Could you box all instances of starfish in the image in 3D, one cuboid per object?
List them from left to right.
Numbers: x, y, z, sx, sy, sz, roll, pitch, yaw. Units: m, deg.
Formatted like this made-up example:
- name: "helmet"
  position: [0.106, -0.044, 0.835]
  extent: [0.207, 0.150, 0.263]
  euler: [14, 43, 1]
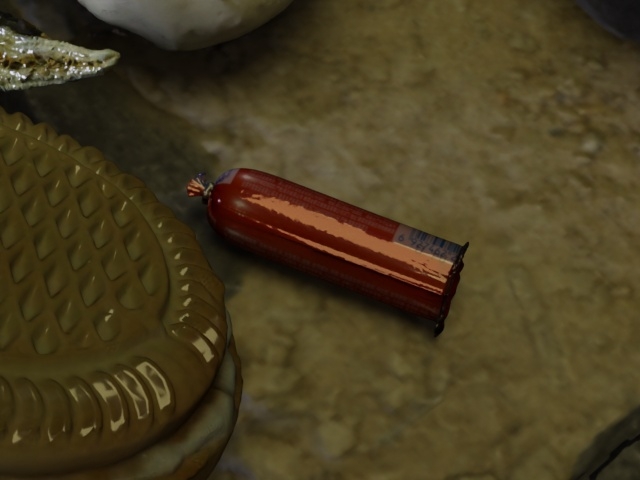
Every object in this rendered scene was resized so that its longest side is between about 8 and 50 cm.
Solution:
- name: "starfish"
  position: [-0.193, -0.120, 0.801]
  extent: [0.208, 0.053, 0.176]
  euler: [24, 94, 7]

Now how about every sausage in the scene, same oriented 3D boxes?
- name: "sausage"
  position: [0.000, 0.000, 0.782]
  extent: [0.145, 0.048, 0.050]
  euler: [21, 96, 6]

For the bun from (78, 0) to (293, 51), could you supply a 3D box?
- name: "bun"
  position: [-0.069, -0.177, 0.849]
  extent: [0.183, 0.102, 0.183]
  euler: [0, 62, 0]

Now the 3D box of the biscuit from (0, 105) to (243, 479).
- name: "biscuit"
  position: [-0.151, 0.023, 0.671]
  extent: [0.259, 0.079, 0.259]
  euler: [19, 32, -12]
